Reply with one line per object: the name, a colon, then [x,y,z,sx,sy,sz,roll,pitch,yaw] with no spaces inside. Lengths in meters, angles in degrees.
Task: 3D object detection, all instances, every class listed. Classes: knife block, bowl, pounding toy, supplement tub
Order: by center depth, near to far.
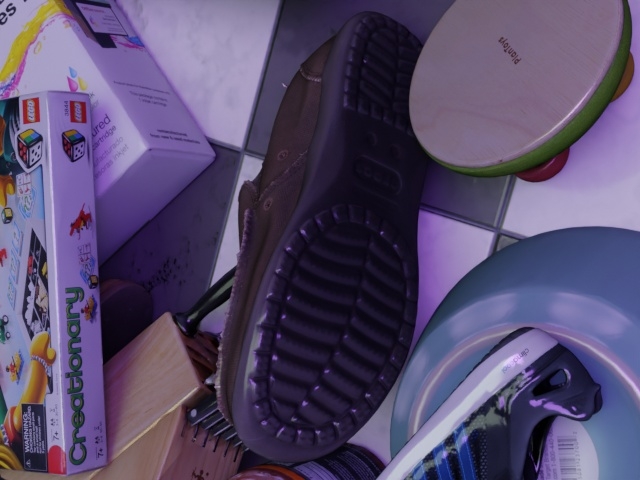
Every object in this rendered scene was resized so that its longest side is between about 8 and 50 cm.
bowl: [0.175,0.142,0.835,0.312,0.163,0.311,-1,89,27]
pounding toy: [0.171,-0.134,0.888,0.183,0.110,0.236,-21,50,36]
supplement tub: [-0.022,0.222,0.914,0.106,0.198,0.106,0,90,28]
knife block: [-0.127,0.122,1.012,0.276,0.088,0.242,0,62,39]

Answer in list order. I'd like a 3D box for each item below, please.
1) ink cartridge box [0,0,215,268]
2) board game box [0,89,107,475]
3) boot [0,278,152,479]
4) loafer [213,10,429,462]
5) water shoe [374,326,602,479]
ink cartridge box: [-0.260,-0.124,1.084,0.201,0.117,0.278,-41,72,21]
board game box: [-0.269,0.037,0.982,0.193,0.053,0.305,-4,89,35]
boot: [-0.269,0.141,1.100,0.115,0.112,0.305,46,111,31]
loafer: [0.000,0.000,0.910,0.130,0.134,0.365,-20,46,51]
water shoe: [0.094,0.149,0.743,0.080,0.073,0.203,43,108,19]
